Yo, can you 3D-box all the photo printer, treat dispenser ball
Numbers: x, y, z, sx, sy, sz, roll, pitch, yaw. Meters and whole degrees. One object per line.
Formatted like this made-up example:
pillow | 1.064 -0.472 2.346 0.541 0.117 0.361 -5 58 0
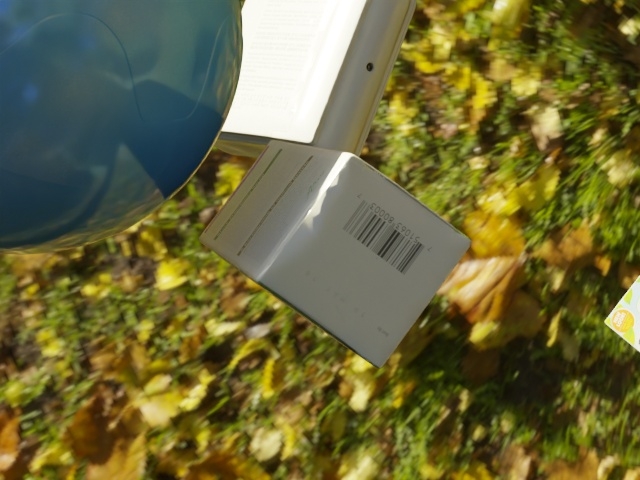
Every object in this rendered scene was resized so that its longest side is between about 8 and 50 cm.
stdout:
photo printer | -0.013 -0.255 1.877 0.256 0.107 0.307 10 76 45
treat dispenser ball | -0.192 -0.134 0.900 0.288 0.288 0.288 2 97 15

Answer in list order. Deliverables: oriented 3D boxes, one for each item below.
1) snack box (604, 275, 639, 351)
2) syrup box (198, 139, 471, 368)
snack box | 0.369 0.087 1.396 0.141 0.037 0.100 42 111 21
syrup box | 0.000 0.000 0.906 0.093 0.237 0.096 36 88 -14
